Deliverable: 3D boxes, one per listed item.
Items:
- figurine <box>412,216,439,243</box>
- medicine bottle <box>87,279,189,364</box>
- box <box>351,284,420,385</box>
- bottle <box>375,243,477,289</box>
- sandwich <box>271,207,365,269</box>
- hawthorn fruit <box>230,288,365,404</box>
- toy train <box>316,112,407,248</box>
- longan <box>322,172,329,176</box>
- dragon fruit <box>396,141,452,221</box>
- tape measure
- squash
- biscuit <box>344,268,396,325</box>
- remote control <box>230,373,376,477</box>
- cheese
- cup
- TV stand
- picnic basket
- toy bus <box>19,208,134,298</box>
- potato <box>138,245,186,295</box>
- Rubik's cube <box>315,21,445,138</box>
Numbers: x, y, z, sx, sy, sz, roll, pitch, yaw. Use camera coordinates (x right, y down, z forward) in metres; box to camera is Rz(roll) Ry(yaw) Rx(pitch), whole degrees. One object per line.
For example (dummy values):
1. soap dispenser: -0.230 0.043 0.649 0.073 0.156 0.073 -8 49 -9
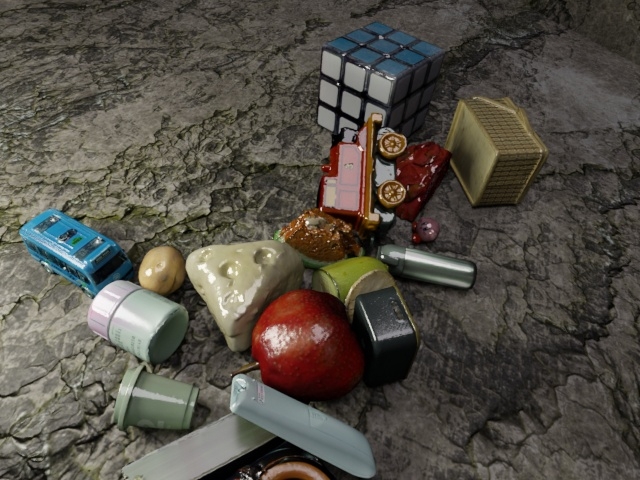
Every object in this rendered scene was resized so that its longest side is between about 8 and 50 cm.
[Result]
1. figurine: 0.298 -0.031 1.215 0.067 0.071 0.083 29 45 -38
2. medicine bottle: -0.384 0.170 0.919 0.168 0.135 0.135 22 50 13
3. box: 0.125 0.202 0.902 0.090 0.201 0.144 -11 51 -10
4. bottle: 0.268 0.067 1.109 0.254 0.079 0.096 13 4 5
5. sandwich: 0.002 0.011 1.097 0.235 0.159 0.079 23 42 -12
6. hawthorn fruit: -0.053 0.214 0.869 0.266 0.210 0.230 -13 43 -11
7. toy train: 0.109 -0.158 1.181 0.232 0.163 0.369 4 73 -2
8. longan: 0.060 -0.182 1.307 0.113 0.092 0.113 4 52 -5
9. dragon fruit: 0.273 -0.232 1.337 0.205 0.152 0.317 25 51 17
10. tape measure: -0.058 0.456 0.702 0.202 0.135 0.223 -19 54 -34
11. squash: 0.083 0.095 1.046 0.187 0.123 0.123 -20 53 -24
12. biscuit: 0.118 0.137 0.998 0.152 0.152 0.020 -25 29 -25
13. remote control: -0.026 0.325 0.772 0.293 0.051 0.103 31 6 -14
14. cheese: -0.167 0.084 0.999 0.248 0.173 0.251 -32 53 -28
15. cup: -0.309 0.308 0.828 0.141 0.120 0.120 14 47 -11
16. TV stand: -0.199 0.386 0.775 0.269 0.088 0.083 -19 54 -22
17. picnic basket: 0.540 -0.287 1.361 0.175 0.228 0.313 -4 50 -8
18. toy bus: -0.573 0.030 1.024 0.246 0.134 0.113 25 51 17
19. potato: -0.373 0.072 1.024 0.112 0.112 0.147 2 28 -4
20. Rubik's cube: 0.196 -0.521 1.487 0.301 0.303 0.305 34 55 23
